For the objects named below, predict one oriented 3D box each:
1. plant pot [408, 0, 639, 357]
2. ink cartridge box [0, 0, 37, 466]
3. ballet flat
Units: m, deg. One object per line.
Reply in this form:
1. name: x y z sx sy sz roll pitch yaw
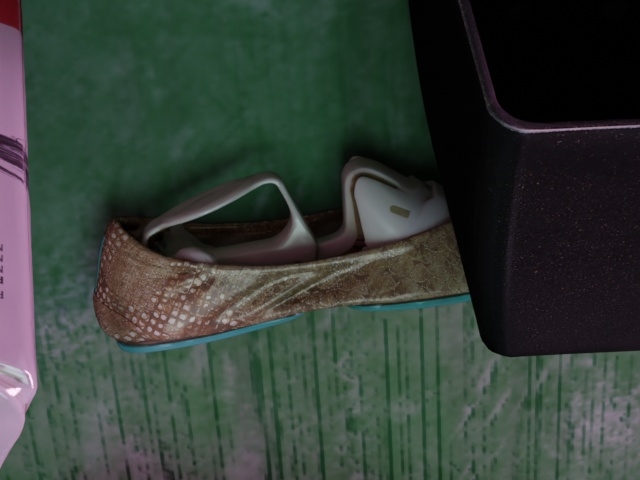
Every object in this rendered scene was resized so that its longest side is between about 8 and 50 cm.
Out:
1. plant pot: 0.127 -0.056 0.726 0.187 0.188 0.167 -2 139 -10
2. ink cartridge box: -0.190 0.023 0.650 0.114 0.273 0.197 18 119 -23
3. ballet flat: 0.000 0.000 0.802 0.206 0.073 0.067 -11 112 -8
